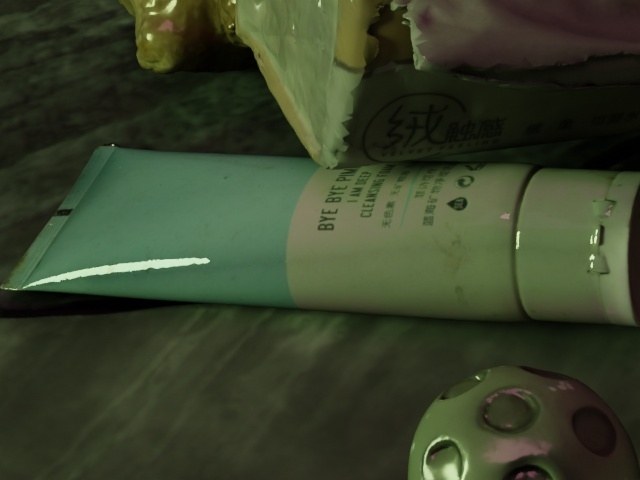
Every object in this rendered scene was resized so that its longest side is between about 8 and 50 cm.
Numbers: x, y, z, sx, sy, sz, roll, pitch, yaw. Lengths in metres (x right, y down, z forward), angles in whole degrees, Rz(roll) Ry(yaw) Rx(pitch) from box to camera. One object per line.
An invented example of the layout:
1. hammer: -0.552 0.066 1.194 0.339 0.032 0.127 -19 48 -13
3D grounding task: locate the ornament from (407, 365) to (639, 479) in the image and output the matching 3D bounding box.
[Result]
1. ornament: 0.063 0.107 0.473 0.081 0.156 0.075 3 44 16

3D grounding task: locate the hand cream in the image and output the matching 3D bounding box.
1. hand cream: 0.000 0.000 0.688 0.312 0.070 0.111 3 46 28

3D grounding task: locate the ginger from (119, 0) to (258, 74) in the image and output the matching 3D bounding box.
1. ginger: 0.005 -0.178 0.812 0.270 0.123 0.219 -9 38 12

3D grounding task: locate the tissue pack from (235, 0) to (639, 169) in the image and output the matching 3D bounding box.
1. tissue pack: 0.139 -0.134 0.629 0.305 0.238 0.238 -8 40 -17
